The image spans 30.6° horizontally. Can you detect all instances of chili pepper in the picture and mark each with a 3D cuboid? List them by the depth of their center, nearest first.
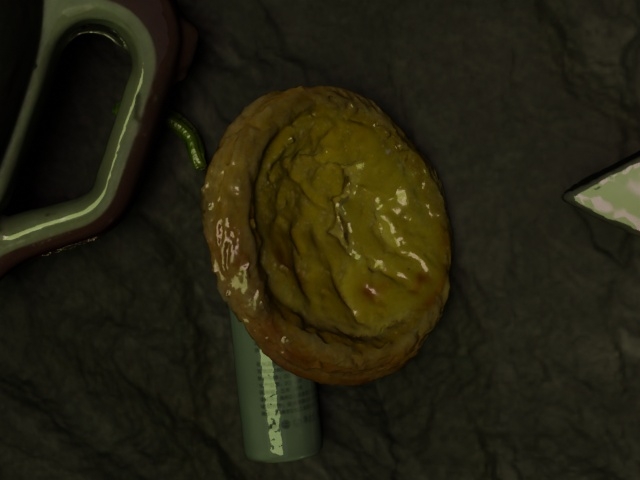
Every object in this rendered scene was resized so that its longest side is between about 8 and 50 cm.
[{"bbox_3d":[-0.110,-0.078,0.817,0.083,0.017,0.030,27,106,16],"label":"chili pepper"}]

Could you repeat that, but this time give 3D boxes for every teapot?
[{"bbox_3d":[-0.256,-0.109,0.766,0.315,0.233,0.312,29,104,-13],"label":"teapot"}]

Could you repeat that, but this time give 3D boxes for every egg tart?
[{"bbox_3d":[0.000,0.000,0.733,0.074,0.191,0.191,-18,92,54],"label":"egg tart"}]

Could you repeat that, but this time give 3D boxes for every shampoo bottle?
[{"bbox_3d":[-0.034,0.049,0.789,0.056,0.056,0.195,-3,95,18],"label":"shampoo bottle"}]

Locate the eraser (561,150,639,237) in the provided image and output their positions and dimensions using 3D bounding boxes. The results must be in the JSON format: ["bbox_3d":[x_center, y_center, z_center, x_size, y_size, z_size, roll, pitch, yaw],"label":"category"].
[{"bbox_3d":[0.307,-0.078,0.634,0.352,0.111,0.077,-28,86,19],"label":"eraser"}]
